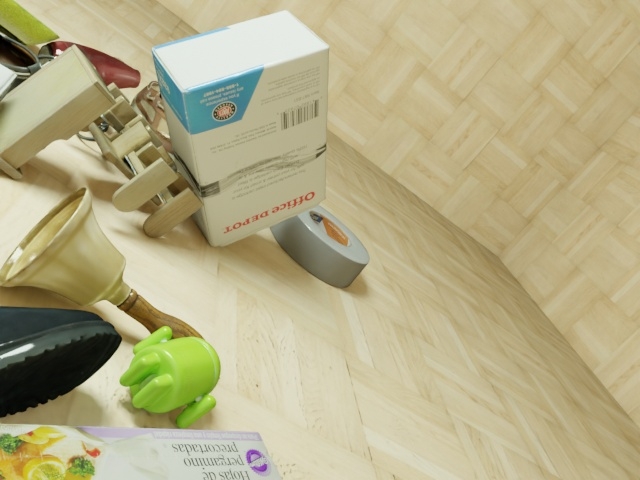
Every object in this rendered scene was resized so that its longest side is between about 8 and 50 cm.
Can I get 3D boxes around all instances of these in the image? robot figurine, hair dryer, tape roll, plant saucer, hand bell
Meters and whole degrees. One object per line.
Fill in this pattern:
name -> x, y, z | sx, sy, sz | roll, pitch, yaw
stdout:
robot figurine -> -0.146, 0.134, 0.625 | 0.101, 0.067, 0.115 | 51, 18, 16
hair dryer -> -0.415, -0.268, 1.112 | 0.223, 0.080, 0.294 | 40, 30, -11
tape roll -> 0.000, 0.000, 1.305 | 0.219, 0.072, 0.219 | 36, 17, -13
plant saucer -> -0.560, -0.400, 1.065 | 0.188, 0.045, 0.188 | 38, -6, -36
hand bell -> -0.202, 0.068, 0.668 | 0.242, 0.126, 0.126 | 45, 12, -28

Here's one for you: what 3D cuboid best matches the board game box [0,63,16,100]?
board game box -> -0.513, -0.208, 0.653 | 0.305, 0.053, 0.193 | 33, 35, -23

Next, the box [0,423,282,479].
box -> -0.164, 0.183, 0.460 | 0.324, 0.067, 0.063 | 23, 24, -48

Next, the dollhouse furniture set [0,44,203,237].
dollhouse furniture set -> -0.322, -0.122, 0.876 | 0.212, 0.161, 0.242 | 51, -2, 35

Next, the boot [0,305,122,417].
boot -> -0.300, 0.041, 0.480 | 0.207, 0.094, 0.246 | 49, 24, 17

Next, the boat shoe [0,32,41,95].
boat shoe -> -0.516, -0.305, 0.915 | 0.233, 0.079, 0.084 | 37, 54, -6

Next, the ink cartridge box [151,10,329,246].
ink cartridge box -> -0.113, -0.166, 0.966 | 0.129, 0.223, 0.308 | 51, -26, 34

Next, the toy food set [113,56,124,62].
toy food set -> -0.460, -0.398, 1.441 | 0.078, 0.019, 0.122 | 37, 9, -11

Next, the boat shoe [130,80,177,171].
boat shoe -> -0.298, -0.255, 1.235 | 0.123, 0.116, 0.324 | 29, 20, -34
